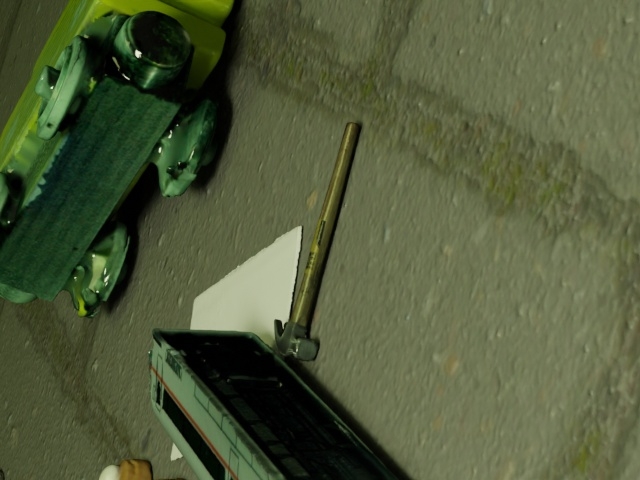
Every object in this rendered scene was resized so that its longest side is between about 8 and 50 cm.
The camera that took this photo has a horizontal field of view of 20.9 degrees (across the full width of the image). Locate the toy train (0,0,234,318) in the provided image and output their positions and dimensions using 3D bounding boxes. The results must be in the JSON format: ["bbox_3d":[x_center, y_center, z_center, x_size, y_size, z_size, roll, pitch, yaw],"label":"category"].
[{"bbox_3d":[-0.221,-0.117,1.713,0.442,0.179,0.272,-49,25,48],"label":"toy train"}]

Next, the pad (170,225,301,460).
[{"bbox_3d":[-0.072,0.088,1.416,0.232,0.004,0.156,-33,46,59],"label":"pad"}]

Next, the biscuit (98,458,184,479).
[{"bbox_3d":[-0.192,0.295,1.510,0.339,0.047,0.216,-40,40,56],"label":"biscuit"}]

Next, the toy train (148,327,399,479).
[{"bbox_3d":[-0.027,0.156,1.137,0.407,0.086,0.088,-143,59,-66],"label":"toy train"}]

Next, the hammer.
[{"bbox_3d":[0.000,0.000,1.287,0.062,0.017,0.182,-1,73,68],"label":"hammer"}]

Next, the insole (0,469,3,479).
[{"bbox_3d":[-0.413,0.386,2.031,0.081,0.011,0.248,26,99,69],"label":"insole"}]
